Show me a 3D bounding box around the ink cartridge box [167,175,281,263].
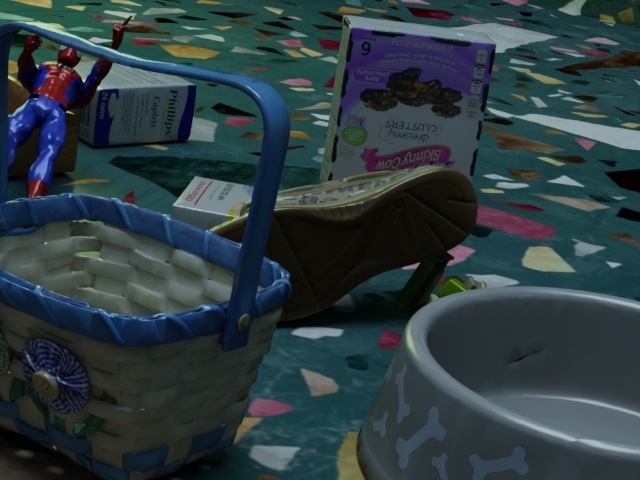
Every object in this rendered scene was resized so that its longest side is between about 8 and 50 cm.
[{"bbox_3d":[-0.084,-0.013,1.570,0.181,0.062,0.104,10,19,5],"label":"ink cartridge box"}]

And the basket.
[{"bbox_3d":[-0.142,0.008,1.129,0.254,0.289,0.201,17,15,33],"label":"basket"}]

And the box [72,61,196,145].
[{"bbox_3d":[-0.239,-0.165,1.934,0.137,0.072,0.126,-7,24,-37],"label":"box"}]

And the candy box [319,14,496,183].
[{"bbox_3d":[0.095,-0.140,1.808,0.164,0.196,0.070,5,18,-9],"label":"candy box"}]

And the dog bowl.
[{"bbox_3d":[0.206,0.134,1.207,0.348,0.102,0.349,7,20,-3],"label":"dog bowl"}]

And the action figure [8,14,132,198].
[{"bbox_3d":[-0.269,-0.146,1.631,0.091,0.139,0.280,22,35,-10],"label":"action figure"}]

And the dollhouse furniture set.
[{"bbox_3d":[0.144,0.074,1.476,0.151,0.059,0.076,38,22,20],"label":"dollhouse furniture set"}]

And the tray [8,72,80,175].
[{"bbox_3d":[-0.482,-0.118,1.693,0.411,0.076,0.203,-5,23,-37],"label":"tray"}]

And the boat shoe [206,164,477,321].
[{"bbox_3d":[0.000,0.000,1.467,0.285,0.105,0.089,-14,16,-16],"label":"boat shoe"}]
